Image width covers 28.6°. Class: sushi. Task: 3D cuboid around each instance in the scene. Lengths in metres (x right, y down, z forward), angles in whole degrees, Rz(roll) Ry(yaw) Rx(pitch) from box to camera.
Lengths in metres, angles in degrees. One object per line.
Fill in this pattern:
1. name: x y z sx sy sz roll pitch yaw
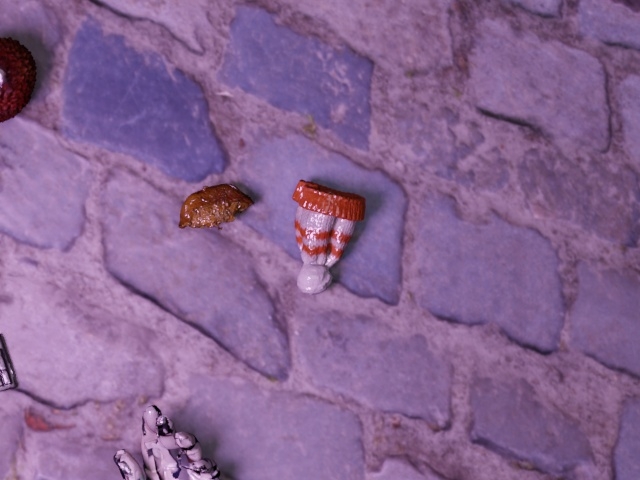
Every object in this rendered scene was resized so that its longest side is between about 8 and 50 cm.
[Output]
1. sushi: -0.157 -0.046 1.848 0.118 0.061 0.060 -26 62 -6

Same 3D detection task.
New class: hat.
1. hat: 0.000 0.000 1.872 0.112 0.093 0.162 13 98 1

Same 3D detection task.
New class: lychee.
1. lychee: -0.462 -0.230 1.789 0.123 0.123 0.129 52 49 -1

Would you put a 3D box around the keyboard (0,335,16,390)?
1. keyboard: -0.560 0.204 1.759 0.250 0.017 0.087 -17 87 -12

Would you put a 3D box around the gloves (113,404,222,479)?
1. gloves: -0.206 0.333 1.767 0.127 0.111 0.212 -14 88 12
